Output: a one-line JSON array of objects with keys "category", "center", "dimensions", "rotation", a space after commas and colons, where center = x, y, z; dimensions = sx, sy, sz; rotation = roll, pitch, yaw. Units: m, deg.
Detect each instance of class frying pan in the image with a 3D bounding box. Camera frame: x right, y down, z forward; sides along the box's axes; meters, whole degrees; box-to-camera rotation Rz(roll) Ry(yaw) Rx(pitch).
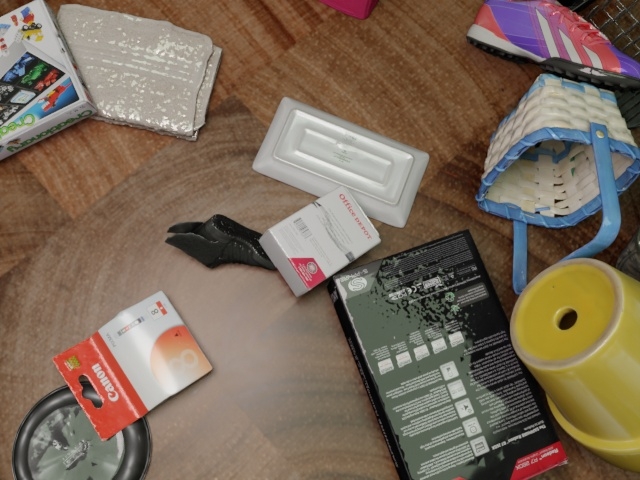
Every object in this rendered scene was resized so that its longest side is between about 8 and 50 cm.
[{"category": "frying pan", "center": [-0.318, 0.357, 0.938], "dimensions": [0.197, 0.053, 0.326], "rotation": [-21, 76, -10]}]

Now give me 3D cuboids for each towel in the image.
[{"category": "towel", "center": [-0.313, -0.276, 1.094], "dimensions": [0.282, 0.049, 0.187], "rotation": [11, 75, -2]}]

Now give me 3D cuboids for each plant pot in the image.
[{"category": "plant pot", "center": [0.391, 0.152, 0.905], "dimensions": [0.239, 0.254, 0.254], "rotation": [35, 73, -28]}]

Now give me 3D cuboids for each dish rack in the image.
[{"category": "dish rack", "center": [0.524, -0.338, 1.176], "dimensions": [0.208, 0.074, 0.271], "rotation": [-36, 82, -12]}]

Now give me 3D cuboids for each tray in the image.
[{"category": "tray", "center": [0.037, -0.134, 1.101], "dimensions": [0.270, 0.030, 0.145], "rotation": [22, 74, 0]}]

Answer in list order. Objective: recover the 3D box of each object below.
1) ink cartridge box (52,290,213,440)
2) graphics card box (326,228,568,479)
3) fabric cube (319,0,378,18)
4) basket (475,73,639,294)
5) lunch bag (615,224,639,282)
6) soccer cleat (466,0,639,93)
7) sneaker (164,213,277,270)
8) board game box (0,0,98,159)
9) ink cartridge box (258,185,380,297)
[{"category": "ink cartridge box", "center": [-0.269, 0.175, 0.964], "dimensions": [0.179, 0.045, 0.145], "rotation": [-30, 80, -31]}, {"category": "graphics card box", "center": [0.180, 0.192, 1.000], "dimensions": [0.232, 0.094, 0.371], "rotation": [-20, 80, -10]}, {"category": "fabric cube", "center": [0.040, -0.579, 1.095], "dimensions": [0.254, 0.258, 0.259], "rotation": [28, 75, 1]}, {"category": "basket", "center": [0.357, -0.083, 1.004], "dimensions": [0.201, 0.255, 0.289], "rotation": [15, 64, -8]}, {"category": "lunch bag", "center": [0.606, -0.030, 1.013], "dimensions": [0.212, 0.256, 0.305], "rotation": [39, 77, 3]}, {"category": "soccer cleat", "center": [0.380, -0.326, 1.066], "dimensions": [0.318, 0.108, 0.116], "rotation": [36, 110, 40]}, {"category": "sneaker", "center": [-0.147, 0.013, 1.033], "dimensions": [0.170, 0.089, 0.051], "rotation": [32, 38, -30]}, {"category": "board game box", "center": [-0.523, -0.220, 1.031], "dimensions": [0.305, 0.053, 0.193], "rotation": [-26, 80, 0]}, {"category": "ink cartridge box", "center": [0.000, 0.000, 1.027], "dimensions": [0.150, 0.063, 0.109], "rotation": [-32, 86, -27]}]
